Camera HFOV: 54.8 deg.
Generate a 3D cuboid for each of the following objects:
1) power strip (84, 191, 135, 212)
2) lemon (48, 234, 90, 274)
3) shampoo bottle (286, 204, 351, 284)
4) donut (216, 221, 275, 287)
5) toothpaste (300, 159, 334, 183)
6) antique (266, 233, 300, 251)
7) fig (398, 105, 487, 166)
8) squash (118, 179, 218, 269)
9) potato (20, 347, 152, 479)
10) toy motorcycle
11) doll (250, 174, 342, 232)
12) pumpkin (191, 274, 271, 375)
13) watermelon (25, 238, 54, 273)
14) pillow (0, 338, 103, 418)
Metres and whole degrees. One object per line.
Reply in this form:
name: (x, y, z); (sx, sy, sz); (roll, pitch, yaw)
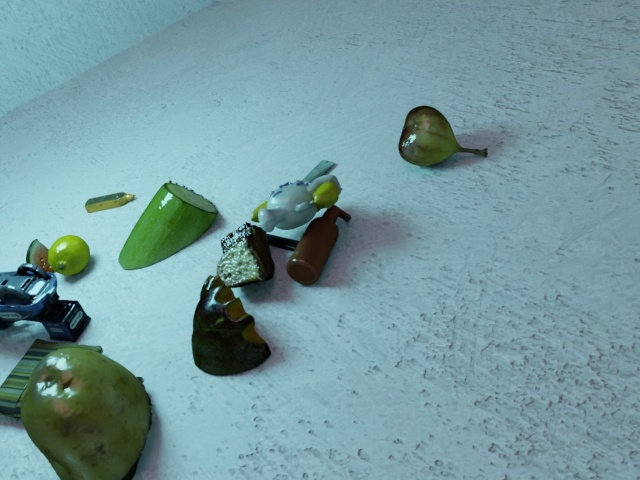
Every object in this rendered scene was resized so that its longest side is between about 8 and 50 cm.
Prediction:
power strip: (-0.673, -0.126, 1.977); (0.178, 0.028, 0.049); (-10, 38, 11)
lemon: (-0.701, 0.042, 1.724); (0.109, 0.109, 0.133); (-17, 30, 4)
shampoo bottle: (-0.002, -0.001, 1.497); (0.085, 0.085, 0.244); (3, 41, 26)
donut: (-0.179, 0.048, 1.495); (0.126, 0.144, 0.186); (-20, 61, 12)
toothpaste: (-0.030, -0.172, 1.755); (0.048, 0.029, 0.197); (16, 47, 33)
antique: (-0.127, -0.001, 1.602); (0.192, 0.015, 0.031); (13, 48, 34)
fig: (0.314, -0.263, 1.630); (0.231, 0.143, 0.160); (19, 83, 30)
squash: (-0.430, -0.020, 1.751); (0.260, 0.189, 0.189); (-59, 41, 9)
potato: (-0.465, 0.328, 1.201); (0.242, 0.242, 0.285); (-14, 41, 8)
toy motorcycle: (-0.777, 0.162, 1.544); (0.358, 0.212, 0.125); (1, 41, 18)
doll: (-0.062, -0.089, 1.491); (0.252, 0.111, 0.237); (-22, 13, -20)
pumpkin: (-0.236, 0.182, 1.339); (0.149, 0.130, 0.254); (-34, 42, -18)
watermelon: (-0.795, 0.071, 1.777); (0.094, 0.125, 0.135); (-2, 62, -27)
pillow: (-0.632, 0.316, 1.410); (0.208, 0.052, 0.212); (3, 44, 21)
